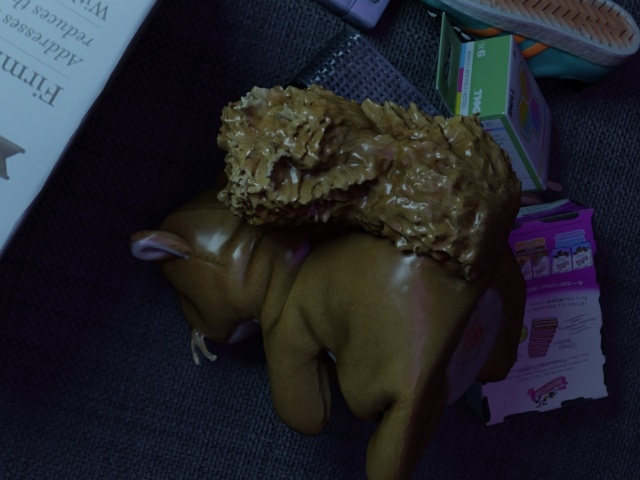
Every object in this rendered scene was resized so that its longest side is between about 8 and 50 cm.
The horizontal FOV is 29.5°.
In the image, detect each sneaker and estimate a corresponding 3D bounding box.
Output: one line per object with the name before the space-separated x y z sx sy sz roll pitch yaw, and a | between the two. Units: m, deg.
sneaker | 0.203 -0.245 1.375 0.302 0.121 0.108 21 55 -13

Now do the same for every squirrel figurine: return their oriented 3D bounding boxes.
squirrel figurine | 0.000 0.000 1.238 0.281 0.370 0.397 -40 144 -44

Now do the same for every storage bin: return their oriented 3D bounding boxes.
storage bin | 0.056 -0.139 1.349 0.180 0.122 0.084 43 83 -8

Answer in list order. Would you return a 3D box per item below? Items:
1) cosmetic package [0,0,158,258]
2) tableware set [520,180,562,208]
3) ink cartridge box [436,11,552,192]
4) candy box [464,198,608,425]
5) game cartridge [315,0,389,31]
cosmetic package | -0.346 -0.209 1.111 0.329 0.327 0.394 31 102 -13
tableware set | 0.190 -0.030 1.430 0.194 0.039 0.128 16 89 -13
ink cartridge box | 0.194 -0.151 1.336 0.209 0.062 0.109 50 41 -48
candy box | 0.240 0.081 1.411 0.159 0.071 0.233 -11 105 -12
game cartridge | 0.050 -0.446 1.372 0.230 0.068 0.355 31 86 -16
